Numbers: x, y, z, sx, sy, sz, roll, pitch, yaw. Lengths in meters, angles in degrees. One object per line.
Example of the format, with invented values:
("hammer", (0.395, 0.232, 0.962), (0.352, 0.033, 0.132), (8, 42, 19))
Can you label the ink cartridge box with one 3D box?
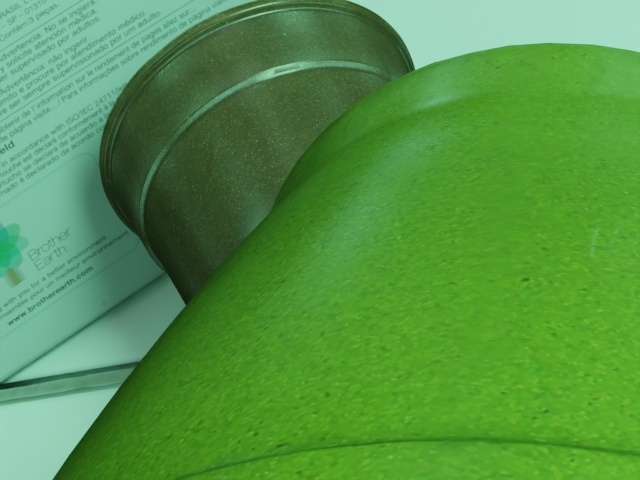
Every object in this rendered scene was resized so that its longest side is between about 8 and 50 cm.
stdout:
("ink cartridge box", (-0.170, -0.153, 0.858), (0.270, 0.395, 0.151), (-34, 43, -10))

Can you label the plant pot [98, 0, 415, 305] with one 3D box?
("plant pot", (0.000, 0.000, 0.814), (0.167, 0.167, 0.165), (-27, 50, -2))

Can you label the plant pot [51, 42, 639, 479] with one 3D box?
("plant pot", (0.069, 0.122, 0.548), (0.367, 0.366, 0.353), (-9, 32, 17))
